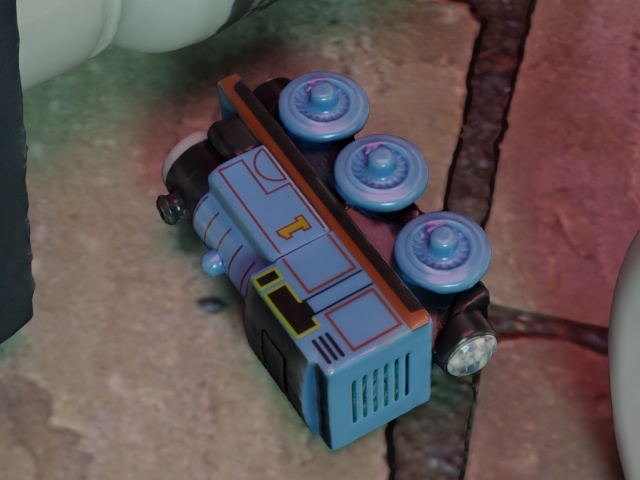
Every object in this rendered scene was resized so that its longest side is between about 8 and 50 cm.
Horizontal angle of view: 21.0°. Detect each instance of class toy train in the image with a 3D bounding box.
[{"bbox_3d":[0.000,0.000,0.768,0.105,0.080,0.184,-26,57,-19],"label":"toy train"}]

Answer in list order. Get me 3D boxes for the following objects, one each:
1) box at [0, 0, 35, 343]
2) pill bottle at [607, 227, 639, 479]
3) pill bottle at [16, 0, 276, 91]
[{"bbox_3d":[-0.436,-0.032,0.604,0.480,0.297,0.472,31,51,19],"label":"box"},{"bbox_3d":[0.317,0.045,0.676,0.362,0.210,0.210,-12,52,-16],"label":"pill bottle"},{"bbox_3d":[-0.052,-0.218,0.866,0.361,0.204,0.204,-32,59,-29],"label":"pill bottle"}]
